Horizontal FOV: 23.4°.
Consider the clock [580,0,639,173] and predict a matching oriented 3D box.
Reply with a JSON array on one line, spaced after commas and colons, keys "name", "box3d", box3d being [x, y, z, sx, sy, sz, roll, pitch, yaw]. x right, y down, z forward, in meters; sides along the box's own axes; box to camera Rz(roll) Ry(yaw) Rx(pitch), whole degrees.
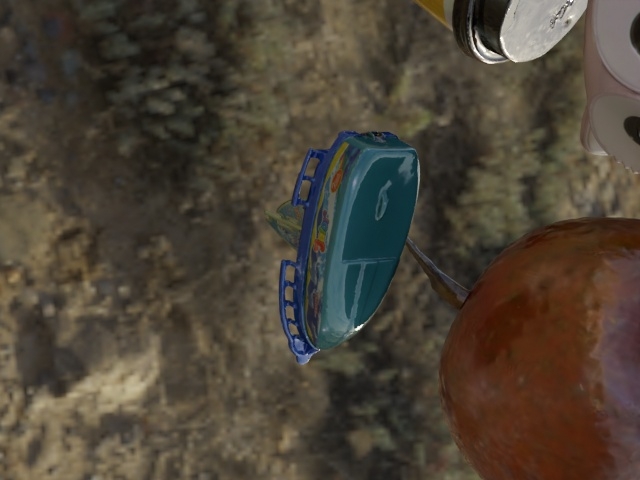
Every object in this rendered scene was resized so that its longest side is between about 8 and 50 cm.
[{"name": "clock", "box3d": [0.388, -0.152, 1.150, 0.250, 0.376, 0.368, -60, 154, -42]}]

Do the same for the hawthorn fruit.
[{"name": "hawthorn fruit", "box3d": [0.194, 0.102, 1.117, 0.231, 0.263, 0.235, 31, 59, -41]}]

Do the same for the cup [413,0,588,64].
[{"name": "cup", "box3d": [0.127, -0.299, 1.473, 0.196, 0.279, 0.196, -36, 146, -29]}]

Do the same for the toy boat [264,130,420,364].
[{"name": "toy boat", "box3d": [0.000, 0.000, 1.050, 0.091, 0.110, 0.175, -3, 113, -41]}]
